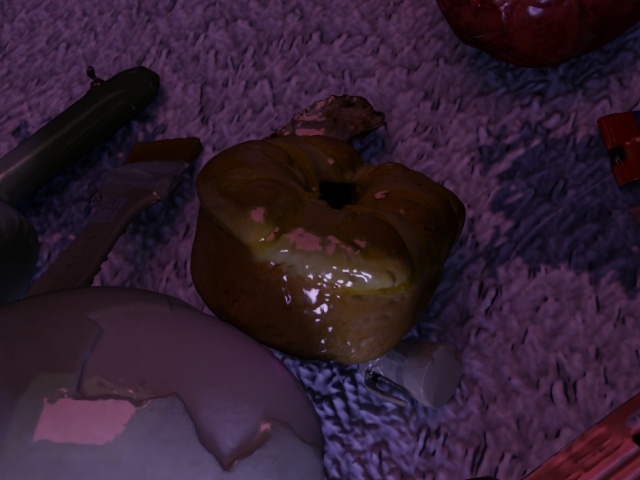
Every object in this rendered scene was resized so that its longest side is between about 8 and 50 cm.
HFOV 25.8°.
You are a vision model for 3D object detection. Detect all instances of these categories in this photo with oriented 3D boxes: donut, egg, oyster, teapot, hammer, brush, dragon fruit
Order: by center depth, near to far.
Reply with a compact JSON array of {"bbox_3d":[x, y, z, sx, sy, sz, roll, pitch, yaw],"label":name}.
[{"bbox_3d":[-0.157,0.168,1.048,0.336,0.278,0.278,-8,53,12],"label":"egg"},{"bbox_3d":[0.000,0.000,1.151,0.209,0.128,0.261,24,20,16],"label":"donut"},{"bbox_3d":[0.068,0.106,1.171,0.083,0.057,0.067,18,58,36],"label":"teapot"},{"bbox_3d":[-0.193,-0.017,1.275,0.085,0.020,0.336,-2,29,16],"label":"brush"},{"bbox_3d":[0.211,-0.281,1.307,0.241,0.241,0.252,13,51,25],"label":"dragon fruit"},{"bbox_3d":[-0.017,-0.078,1.332,0.177,0.056,0.105,-37,41,-12],"label":"oyster"},{"bbox_3d":[-0.289,-0.077,1.391,0.206,0.119,0.335,33,63,32],"label":"hammer"}]

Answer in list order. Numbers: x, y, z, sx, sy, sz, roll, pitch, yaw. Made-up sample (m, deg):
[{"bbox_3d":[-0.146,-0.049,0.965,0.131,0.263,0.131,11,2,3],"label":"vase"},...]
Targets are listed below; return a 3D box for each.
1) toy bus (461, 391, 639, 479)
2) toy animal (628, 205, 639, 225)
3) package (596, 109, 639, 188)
[{"bbox_3d":[0.249,0.216,0.941,0.427,0.203,0.233,-34,56,-8],"label":"toy bus"},{"bbox_3d":[0.413,-0.070,1.093,0.256,0.213,0.195,-37,67,-20],"label":"toy animal"},{"bbox_3d":[0.355,-0.104,1.256,0.200,0.022,0.083,-14,51,8],"label":"package"}]
